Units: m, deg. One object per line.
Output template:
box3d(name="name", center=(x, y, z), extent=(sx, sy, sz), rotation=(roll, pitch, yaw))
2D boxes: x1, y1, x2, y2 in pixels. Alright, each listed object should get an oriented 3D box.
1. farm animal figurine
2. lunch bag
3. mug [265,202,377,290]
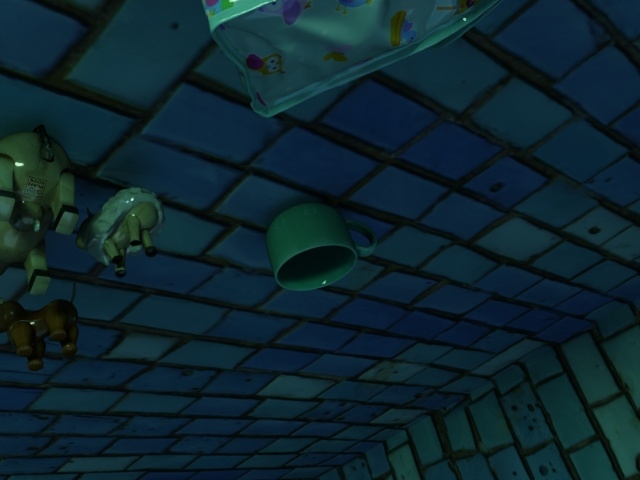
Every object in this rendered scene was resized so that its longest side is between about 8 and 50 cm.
box3d(name="farm animal figurine", center=(-0.400, -0.008, 0.861), extent=(0.327, 0.172, 0.330), rotation=(-43, 135, 15))
box3d(name="lunch bag", center=(0.023, -0.260, 0.606), extent=(0.262, 0.223, 0.160), rotation=(-23, 155, 4))
box3d(name="mug", center=(-0.008, 0.004, 1.135), extent=(0.157, 0.097, 0.129), rotation=(10, 139, -39))
